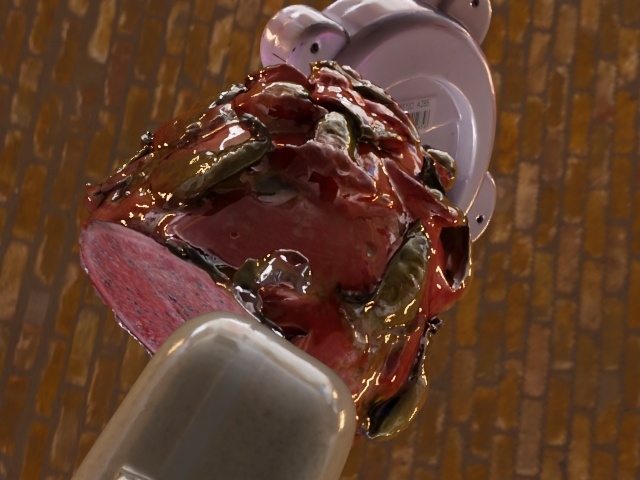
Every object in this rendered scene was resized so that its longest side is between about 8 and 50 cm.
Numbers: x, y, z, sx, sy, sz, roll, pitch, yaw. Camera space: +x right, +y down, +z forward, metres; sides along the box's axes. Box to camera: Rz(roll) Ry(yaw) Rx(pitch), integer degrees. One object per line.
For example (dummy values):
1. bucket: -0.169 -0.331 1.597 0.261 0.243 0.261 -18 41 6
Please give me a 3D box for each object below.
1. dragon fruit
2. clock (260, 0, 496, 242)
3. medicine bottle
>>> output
1. dragon fruit: 0.000 0.000 1.016 0.263 0.314 0.296 -47 -58 -23
2. clock: 0.056 -0.105 1.330 0.295 0.322 0.113 -20 -141 -26
3. medicine bottle: -0.111 0.226 0.647 0.123 0.282 0.375 29 -113 7
